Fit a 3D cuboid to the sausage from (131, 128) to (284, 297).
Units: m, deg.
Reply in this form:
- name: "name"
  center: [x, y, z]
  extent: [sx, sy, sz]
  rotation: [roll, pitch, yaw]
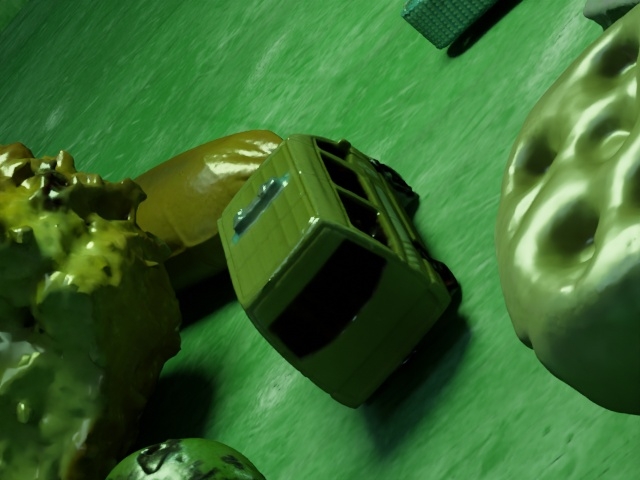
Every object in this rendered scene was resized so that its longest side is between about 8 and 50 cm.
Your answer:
- name: "sausage"
  center: [-0.104, -0.016, 1.552]
  extent: [0.328, 0.112, 0.112]
  rotation: [-26, 33, 50]

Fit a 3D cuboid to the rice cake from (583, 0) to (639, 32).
- name: "rice cake"
  center: [0.244, -0.163, 1.044]
  extent: [0.106, 0.050, 0.298]
  rotation: [-58, 19, -14]

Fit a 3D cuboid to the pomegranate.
- name: "pomegranate"
  center: [-0.077, 0.185, 1.143]
  extent: [0.161, 0.122, 0.122]
  rotation: [84, -152, -58]

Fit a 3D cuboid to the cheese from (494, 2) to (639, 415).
- name: "cheese"
  center: [0.172, -0.021, 0.867]
  extent: [0.218, 0.117, 0.235]
  rotation: [-58, 20, -8]

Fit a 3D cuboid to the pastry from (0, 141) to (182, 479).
- name: "pastry"
  center: [-0.281, 0.114, 1.463]
  extent: [0.405, 0.292, 0.337]
  rotation: [-65, 9, -2]

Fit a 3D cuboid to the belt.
- name: "belt"
  center: [0.127, -0.199, 1.382]
  extent: [0.179, 0.065, 0.100]
  rotation: [-45, 12, 31]

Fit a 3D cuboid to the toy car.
- name: "toy car"
  center: [0.000, 0.000, 1.229]
  extent: [0.101, 0.124, 0.257]
  rotation: [-49, 20, 11]
